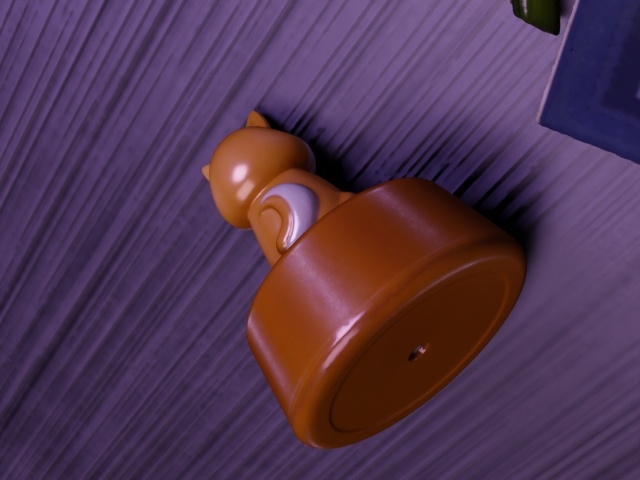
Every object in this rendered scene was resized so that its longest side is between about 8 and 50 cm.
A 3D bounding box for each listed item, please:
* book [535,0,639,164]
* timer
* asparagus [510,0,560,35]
[{"bbox_3d":[0.227,-0.073,0.416,0.269,0.025,0.191,25,131,14],"label":"book"},{"bbox_3d":[0.000,0.000,0.562,0.152,0.132,0.132,49,138,26],"label":"timer"},{"bbox_3d":[0.080,-0.132,0.463,0.021,0.025,0.108,-5,118,11],"label":"asparagus"}]
